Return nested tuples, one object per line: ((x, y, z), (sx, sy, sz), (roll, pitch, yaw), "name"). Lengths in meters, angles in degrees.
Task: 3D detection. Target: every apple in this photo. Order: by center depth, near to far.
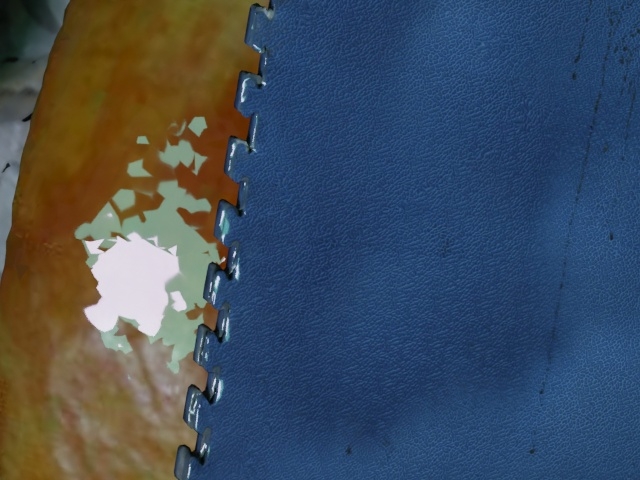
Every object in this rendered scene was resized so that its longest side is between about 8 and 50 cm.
((0.000, 0.000, 0.697), (0.179, 0.254, 0.346), (36, 121, 55), "apple")

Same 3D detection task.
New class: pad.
((0.098, -0.029, 0.620), (0.269, 0.012, 0.270), (7, 103, -19), "pad")
